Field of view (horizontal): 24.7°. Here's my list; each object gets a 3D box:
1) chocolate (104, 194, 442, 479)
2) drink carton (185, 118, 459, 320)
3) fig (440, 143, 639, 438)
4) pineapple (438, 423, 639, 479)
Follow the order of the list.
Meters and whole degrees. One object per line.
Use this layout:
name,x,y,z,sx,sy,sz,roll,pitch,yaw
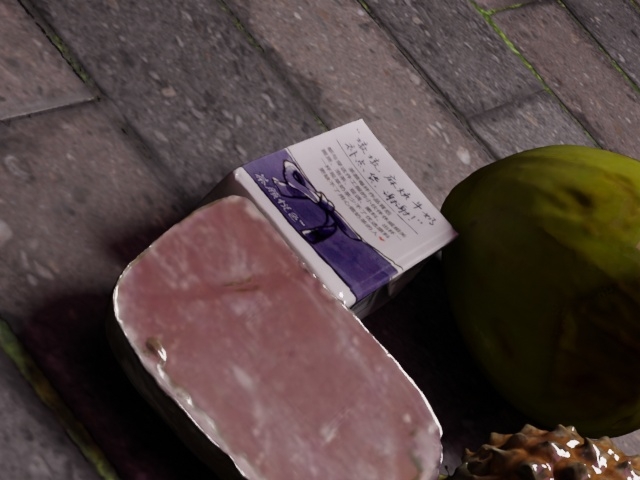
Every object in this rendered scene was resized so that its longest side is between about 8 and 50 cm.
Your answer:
chocolate,-0.039,0.107,0.998,0.254,0.080,0.157,48,52,1
drink carton,0.000,-0.001,1.153,0.134,0.102,0.222,48,32,9
fig,0.209,0.034,1.248,0.271,0.239,0.239,34,22,35
pineapple,0.155,0.209,1.046,0.193,0.166,0.166,20,35,-3
